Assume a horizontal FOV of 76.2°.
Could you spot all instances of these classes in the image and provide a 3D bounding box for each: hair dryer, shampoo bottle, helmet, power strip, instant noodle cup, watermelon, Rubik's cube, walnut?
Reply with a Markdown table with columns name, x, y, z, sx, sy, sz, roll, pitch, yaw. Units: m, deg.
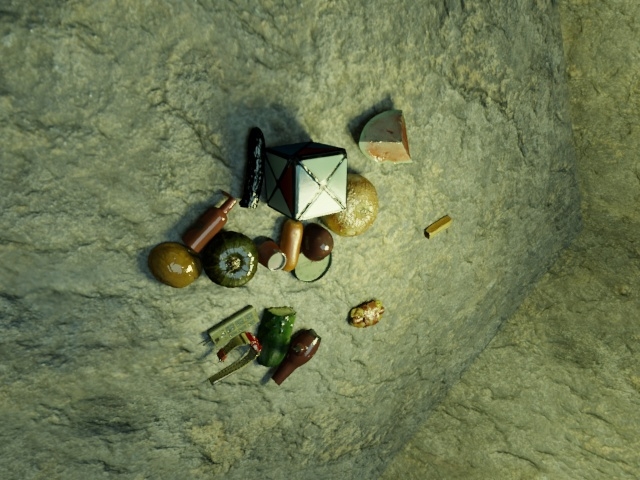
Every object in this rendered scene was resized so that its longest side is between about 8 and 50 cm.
| name | x | y | z | sx | sy | sz | roll | pitch | yaw |
| --- | --- | --- | --- | --- | --- | --- | --- | --- | --- |
| hair dryer | -0.127 | 0.541 | 1.889 | 0.313 | 0.123 | 0.340 | -48 | 167 | -9 |
| shampoo bottle | -0.404 | -0.068 | 1.516 | 0.244 | 0.085 | 0.085 | -51 | 131 | -8 |
| helmet | 0.000 | 0.000 | 1.782 | 0.154 | 0.106 | 0.175 | 10 | 74 | -30 |
| power strip | -0.388 | 0.379 | 1.768 | 0.267 | 0.034 | 0.092 | -30 | 126 | -21 |
| instant noodle cup | -0.208 | 0.062 | 1.681 | 0.127 | 0.135 | 0.127 | -17 | 121 | -29 |
| watermelon | 0.305 | -0.436 | 1.806 | 0.256 | 0.176 | 0.260 | -44 | 152 | -1 |
| Rubik's cube | -0.059 | -0.235 | 1.576 | 0.246 | 0.248 | 0.250 | -15 | 118 | -29 |
| walnut | -0.528 | 0.105 | 1.503 | 0.167 | 0.087 | 0.211 | -51 | 131 | 1 |

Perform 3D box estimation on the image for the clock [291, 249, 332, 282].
| name | x | y | z | sx | sy | sz | roll | pitch | yaw |
| --- | --- | --- | --- | --- | --- | --- | --- | --- | --- |
| clock | -0.039 | 0.097 | 1.883 | 0.214 | 0.042 | 0.215 | -16 | 120 | -29 |

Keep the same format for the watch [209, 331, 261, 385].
| name | x | y | z | sx | sy | sz | roll | pitch | yaw |
| --- | --- | --- | --- | --- | --- | --- | --- | --- | --- |
| watch | -0.388 | 0.516 | 1.799 | 0.268 | 0.102 | 0.165 | -30 | 135 | -18 |

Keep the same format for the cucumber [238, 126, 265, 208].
| name | x | y | z | sx | sy | sz | roll | pitch | yaw |
| --- | --- | --- | --- | --- | --- | --- | --- | --- | --- |
| cucumber | -0.247 | -0.270 | 1.537 | 0.081 | 0.072 | 0.304 | 0 | 110 | -36 |

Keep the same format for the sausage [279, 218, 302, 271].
| name | x | y | z | sx | sy | sz | roll | pitch | yaw |
| --- | --- | --- | --- | --- | --- | --- | --- | --- | --- |
| sausage | -0.130 | 0.024 | 1.751 | 0.098 | 0.098 | 0.239 | -1 | 110 | -36 |

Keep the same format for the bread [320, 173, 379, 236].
| name | x | y | z | sx | sy | sz | roll | pitch | yaw |
| --- | --- | --- | --- | --- | --- | --- | --- | --- | --- |
| bread | 0.142 | -0.151 | 1.820 | 0.305 | 0.158 | 0.306 | -15 | 118 | -30 |

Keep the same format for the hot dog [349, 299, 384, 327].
| name | x | y | z | sx | sy | sz | roll | pitch | yaw |
| --- | --- | --- | --- | --- | --- | --- | --- | --- | --- |
| hot dog | 0.257 | 0.404 | 2.204 | 0.213 | 0.103 | 0.146 | -22 | 123 | -25 |

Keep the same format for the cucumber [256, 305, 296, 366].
| name | x | y | z | sx | sy | sz | roll | pitch | yaw |
| --- | --- | --- | --- | --- | --- | --- | --- | --- | --- |
| cucumber | -0.217 | 0.466 | 1.895 | 0.145 | 0.105 | 0.326 | 4 | 111 | -38 |

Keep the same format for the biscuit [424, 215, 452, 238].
| name | x | y | z | sx | sy | sz | roll | pitch | yaw |
| --- | --- | --- | --- | --- | --- | --- | --- | --- | --- |
| biscuit | 0.667 | -0.072 | 2.310 | 0.187 | 0.052 | 0.056 | -30 | 138 | -20 |

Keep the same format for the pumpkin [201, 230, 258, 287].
| name | x | y | z | sx | sy | sz | roll | pitch | yaw |
| --- | --- | --- | --- | --- | --- | --- | --- | --- | --- |
| pumpkin | -0.346 | 0.073 | 1.575 | 0.223 | 0.157 | 0.224 | -6 | 107 | -21 |
